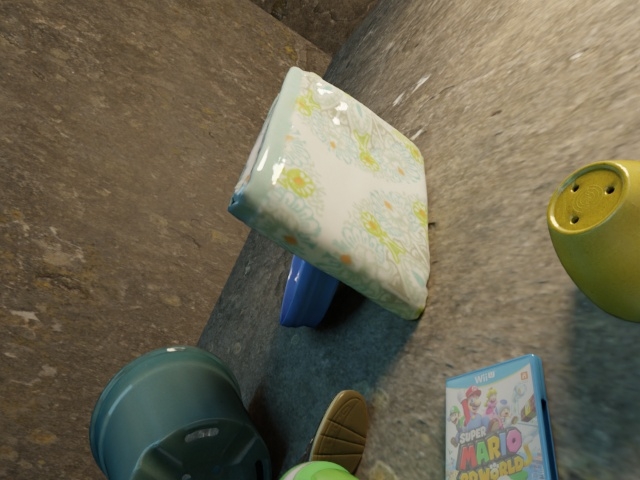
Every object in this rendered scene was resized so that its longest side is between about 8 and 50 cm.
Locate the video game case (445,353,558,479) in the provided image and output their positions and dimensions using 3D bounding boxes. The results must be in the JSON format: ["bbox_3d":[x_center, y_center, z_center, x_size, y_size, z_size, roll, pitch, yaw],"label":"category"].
[{"bbox_3d":[0.166,0.202,0.407,0.119,0.015,0.166,-43,26,47],"label":"video game case"}]

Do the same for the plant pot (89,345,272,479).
[{"bbox_3d":[-0.272,0.419,0.856,0.334,0.341,0.341,1,64,61],"label":"plant pot"}]

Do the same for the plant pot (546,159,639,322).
[{"bbox_3d":[0.250,-0.012,0.354,0.134,0.095,0.134,-53,20,29],"label":"plant pot"}]

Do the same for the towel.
[{"bbox_3d":[0.044,-0.098,0.685,0.090,0.320,0.375,-42,26,42],"label":"towel"}]

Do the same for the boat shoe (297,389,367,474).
[{"bbox_3d":[0.001,0.318,0.592,0.073,0.080,0.224,-15,54,60],"label":"boat shoe"}]

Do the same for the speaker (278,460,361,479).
[{"bbox_3d":[0.043,0.304,0.402,0.296,0.131,0.131,-28,38,63],"label":"speaker"}]

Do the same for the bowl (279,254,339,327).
[{"bbox_3d":[0.000,0.000,0.917,0.391,0.077,0.392,-164,90,-83],"label":"bowl"}]
